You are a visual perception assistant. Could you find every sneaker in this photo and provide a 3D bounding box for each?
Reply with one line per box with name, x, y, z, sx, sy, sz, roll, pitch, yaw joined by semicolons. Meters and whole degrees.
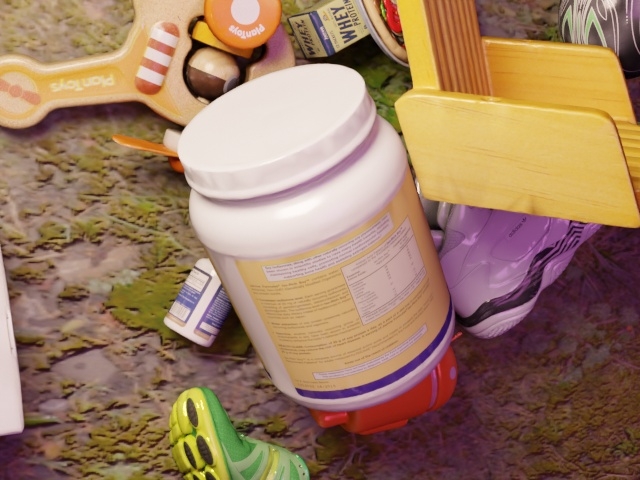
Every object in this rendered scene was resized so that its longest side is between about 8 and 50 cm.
sneaker;0.263;-0.061;1.175;0.210;0.137;0.366;40;84;-25
sneaker;-0.090;0.299;1.107;0.123;0.109;0.295;-43;111;-37

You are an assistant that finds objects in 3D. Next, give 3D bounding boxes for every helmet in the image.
helmet;0.409;-0.317;1.191;0.161;0.169;0.169;32;84;-40

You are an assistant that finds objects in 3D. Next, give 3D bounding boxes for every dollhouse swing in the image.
dollhouse swing;0.244;-0.232;0.984;0.315;0.347;0.305;9;114;17

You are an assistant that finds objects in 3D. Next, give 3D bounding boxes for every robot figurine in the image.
robot figurine;0.086;0.175;1.137;0.219;0.128;0.158;-11;84;-22

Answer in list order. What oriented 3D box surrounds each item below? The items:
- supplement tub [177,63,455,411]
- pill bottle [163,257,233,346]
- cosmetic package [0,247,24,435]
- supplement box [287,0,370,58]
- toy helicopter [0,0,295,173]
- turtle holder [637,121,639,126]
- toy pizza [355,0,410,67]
supplement tub;0.000;0.000;0.962;0.241;0.241;0.331;-33;125;-16
pill bottle;-0.135;0.064;1.060;0.067;0.067;0.120;32;84;-24
cosmetic package;-0.507;0.108;0.860;0.385;0.156;0.217;-6;100;-24
supplement box;0.017;-0.270;1.070;0.083;0.083;0.056;-32;109;-15
toy helicopter;-0.202;-0.173;0.988;0.355;0.140;0.235;-11;111;-11
turtle holder;0.600;-0.093;1.289;0.320;0.243;0.227;-1;83;11
toy pizza;0.094;-0.312;1.064;0.201;0.032;0.201;28;55;-50
